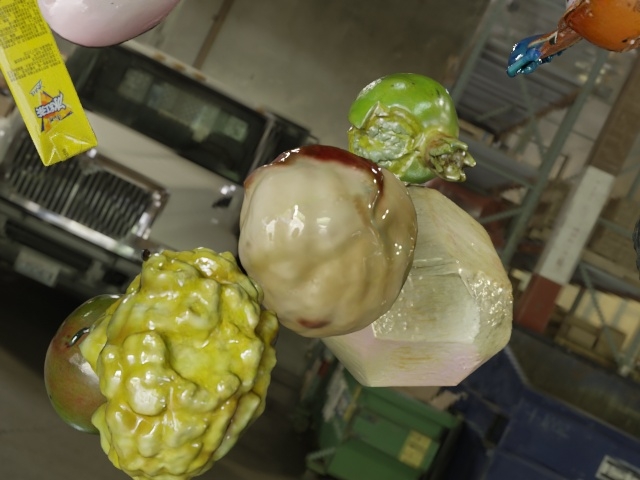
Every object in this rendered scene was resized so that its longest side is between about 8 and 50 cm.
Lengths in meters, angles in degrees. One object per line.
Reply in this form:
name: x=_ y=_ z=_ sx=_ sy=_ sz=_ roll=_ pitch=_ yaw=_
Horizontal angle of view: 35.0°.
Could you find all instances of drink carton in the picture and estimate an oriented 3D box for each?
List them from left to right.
drink carton: x=-0.514 y=-0.317 z=1.796 sx=0.154 sy=0.111 sz=0.351 roll=-144 pitch=-148 yaw=-70

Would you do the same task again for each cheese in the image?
cheese: x=0.346 y=-0.284 z=1.204 sx=0.129 sy=0.217 sz=0.329 roll=63 pitch=-31 yaw=5

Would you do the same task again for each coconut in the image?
coconut: x=0.130 y=0.076 z=1.649 sx=0.353 sy=0.352 sz=0.352 roll=26 pitch=1 yaw=-1

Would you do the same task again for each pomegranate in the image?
pomegranate: x=-0.224 y=0.164 z=1.245 sx=0.224 sy=0.181 sz=0.181 roll=19 pitch=-1 yaw=18
pomegranate: x=0.183 y=-0.196 z=1.935 sx=0.236 sy=0.236 sz=0.302 roll=25 pitch=3 yaw=-44

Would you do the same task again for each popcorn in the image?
popcorn: x=-0.133 y=0.111 z=0.908 sx=0.169 sy=0.218 sz=0.189 roll=33 pitch=-36 yaw=-15

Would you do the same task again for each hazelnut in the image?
hazelnut: x=0.000 y=0.000 z=1.329 sx=0.241 sy=0.261 sz=0.261 roll=-8 pitch=-23 yaw=41

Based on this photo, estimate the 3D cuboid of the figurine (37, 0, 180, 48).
figurine: x=-0.190 y=-0.319 z=0.990 sx=0.284 sy=0.206 sz=0.316 roll=7 pitch=-22 yaw=-35

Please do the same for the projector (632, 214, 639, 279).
projector: x=0.493 y=0.017 z=0.959 sx=0.242 sy=0.405 sz=0.395 roll=11 pitch=47 yaw=-9
